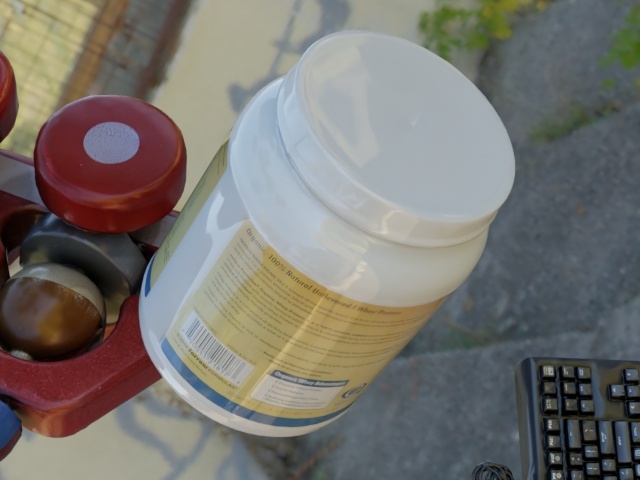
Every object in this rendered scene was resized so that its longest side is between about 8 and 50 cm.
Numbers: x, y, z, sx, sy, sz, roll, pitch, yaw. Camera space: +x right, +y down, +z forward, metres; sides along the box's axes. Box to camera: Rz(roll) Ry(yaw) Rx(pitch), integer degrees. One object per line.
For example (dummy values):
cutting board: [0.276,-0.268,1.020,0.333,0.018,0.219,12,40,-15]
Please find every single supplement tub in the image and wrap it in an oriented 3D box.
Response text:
supplement tub: [0.000,0.000,0.730,0.200,0.144,0.144,-53,20,44]

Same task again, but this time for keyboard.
keyboard: [0.135,0.150,0.728,0.023,0.108,0.180,101,169,-66]

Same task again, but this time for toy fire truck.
toy fire truck: [-0.224,0.024,0.894,0.169,0.302,0.254,101,-167,-52]
